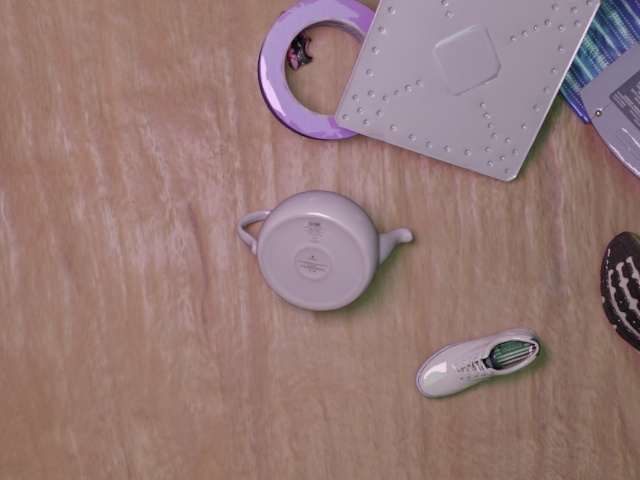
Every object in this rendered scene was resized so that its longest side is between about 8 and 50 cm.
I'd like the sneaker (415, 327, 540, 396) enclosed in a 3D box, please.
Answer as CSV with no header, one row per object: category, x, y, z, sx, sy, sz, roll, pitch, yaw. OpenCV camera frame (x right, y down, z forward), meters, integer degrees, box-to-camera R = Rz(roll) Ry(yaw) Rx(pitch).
sneaker,0.307,0.235,1.810,0.258,0.091,0.094,-25,87,1

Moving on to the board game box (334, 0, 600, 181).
board game box,0.268,-0.342,1.731,0.389,0.050,0.390,17,112,-15

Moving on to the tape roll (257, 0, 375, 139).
tape roll,0.015,-0.335,1.816,0.274,0.090,0.275,-1,96,-6

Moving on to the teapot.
teapot,0.000,0.000,1.791,0.252,0.187,0.256,-37,105,27

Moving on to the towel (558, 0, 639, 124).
towel,0.595,-0.421,1.847,0.336,0.040,0.243,-36,86,1

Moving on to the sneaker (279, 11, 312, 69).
sneaker,-0.050,-0.409,1.872,0.057,0.047,0.119,-18,95,-4

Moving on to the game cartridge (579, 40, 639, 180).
game cartridge,0.642,-0.221,1.752,0.198,0.062,0.297,-42,70,18

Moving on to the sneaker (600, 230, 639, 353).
sneaker,0.698,0.161,1.799,0.182,0.158,0.410,-20,77,-35
